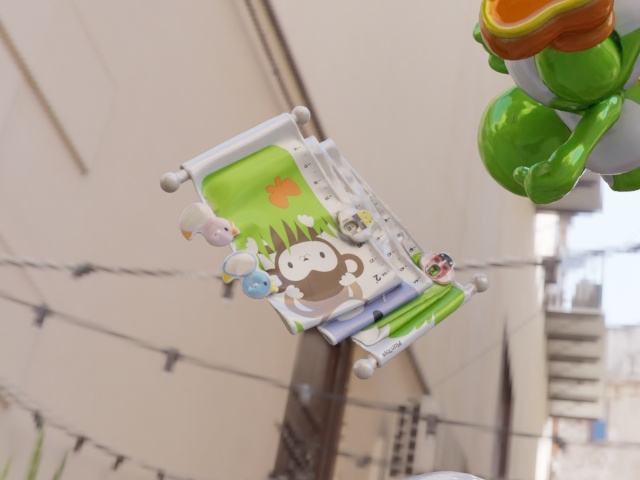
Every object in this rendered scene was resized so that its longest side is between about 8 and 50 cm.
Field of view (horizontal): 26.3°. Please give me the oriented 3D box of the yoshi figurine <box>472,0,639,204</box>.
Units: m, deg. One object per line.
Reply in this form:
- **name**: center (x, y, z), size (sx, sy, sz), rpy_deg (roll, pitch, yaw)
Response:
- **yoshi figurine**: center (0.190, -0.133, 1.180), size (0.203, 0.204, 0.362), rpy_deg (26, -12, 33)

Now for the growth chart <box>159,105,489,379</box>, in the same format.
- **growth chart**: center (0.000, 0.000, 1.086), size (0.237, 0.172, 0.021), rpy_deg (45, -32, 8)

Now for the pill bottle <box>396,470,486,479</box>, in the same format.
- **pill bottle**: center (-0.020, 0.181, 0.431), size (0.323, 0.181, 0.181), rpy_deg (-16, -41, 9)
